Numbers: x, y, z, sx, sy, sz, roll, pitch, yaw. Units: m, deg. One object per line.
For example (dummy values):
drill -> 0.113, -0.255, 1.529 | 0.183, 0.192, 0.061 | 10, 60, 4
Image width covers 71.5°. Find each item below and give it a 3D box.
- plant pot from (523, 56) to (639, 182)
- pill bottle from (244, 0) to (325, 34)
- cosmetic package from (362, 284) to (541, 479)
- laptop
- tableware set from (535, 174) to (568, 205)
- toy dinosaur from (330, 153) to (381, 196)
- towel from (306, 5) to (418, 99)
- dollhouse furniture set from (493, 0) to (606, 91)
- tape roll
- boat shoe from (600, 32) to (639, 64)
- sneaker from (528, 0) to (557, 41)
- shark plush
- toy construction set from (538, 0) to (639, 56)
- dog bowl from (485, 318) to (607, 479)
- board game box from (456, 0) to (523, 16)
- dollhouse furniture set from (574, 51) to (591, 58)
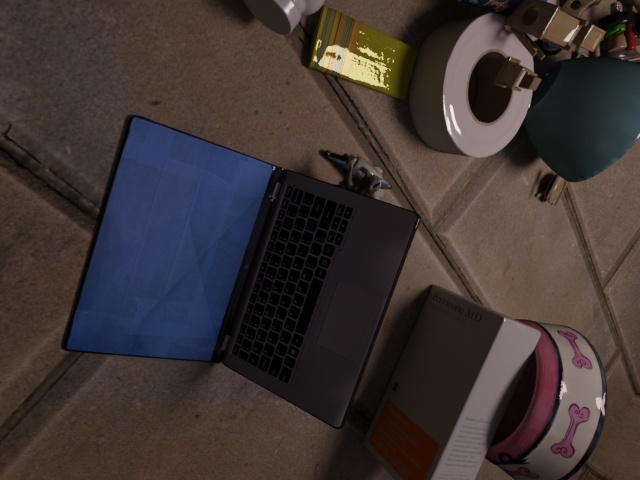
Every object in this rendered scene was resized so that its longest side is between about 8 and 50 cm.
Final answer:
plant pot -> 0.599, -0.311, 1.051 | 0.195, 0.290, 0.290 | 29, 88, -4
pill bottle -> -0.020, -0.427, 0.668 | 0.121, 0.121, 0.216 | 38, 83, -36
cosmetic package -> 0.305, 0.365, 1.075 | 0.161, 0.230, 0.453 | 23, 92, -33
laptop -> -0.118, 0.065, 0.698 | 0.236, 0.408, 0.382 | 4, 106, -67
tableware set -> 0.678, -0.199, 1.255 | 0.128, 0.039, 0.194 | 9, 107, -52
toy dinosaur -> 0.000, 0.000, 0.847 | 0.313, 0.121, 0.160 | -44, 106, 2
towel -> 0.082, -0.342, 0.830 | 0.237, 0.021, 0.102 | 5, 108, -35
dollhouse furniture set -> 0.446, -0.383, 0.908 | 0.182, 0.101, 0.161 | 0, 128, -34
tape roll -> 0.325, -0.322, 0.946 | 0.286, 0.100, 0.286 | -11, 110, -31
boat shoe -> 0.900, -0.544, 1.251 | 0.355, 0.132, 0.130 | -10, 121, -22
sneaker -> 0.445, -0.580, 0.933 | 0.131, 0.112, 0.296 | -8, 109, -31
shark plush -> 0.073, -0.124, 0.875 | 0.161, 0.073, 0.067 | 23, 122, -41
toy construction set -> 0.652, -0.569, 1.022 | 0.309, 0.257, 0.237 | -14, 100, -43
dog bowl -> 0.496, 0.382, 1.128 | 0.150, 0.408, 0.408 | 23, 92, -9
board game box -> 0.248, -0.508, 0.810 | 0.243, 0.042, 0.165 | -5, 70, -31
dollhouse furniture set -> 0.710, -0.432, 1.181 | 0.114, 0.091, 0.081 | 23, 54, -11
